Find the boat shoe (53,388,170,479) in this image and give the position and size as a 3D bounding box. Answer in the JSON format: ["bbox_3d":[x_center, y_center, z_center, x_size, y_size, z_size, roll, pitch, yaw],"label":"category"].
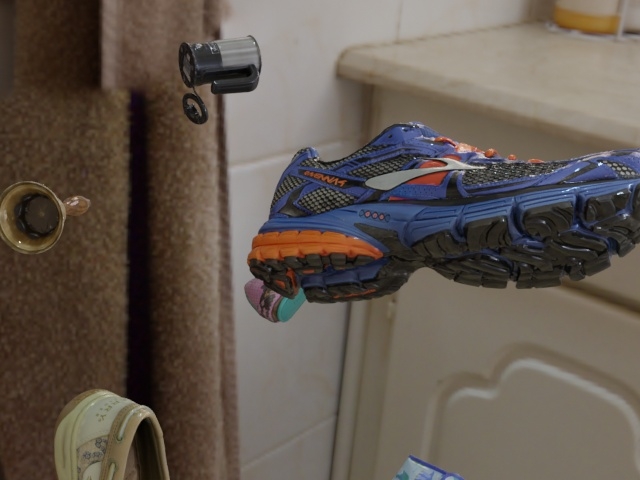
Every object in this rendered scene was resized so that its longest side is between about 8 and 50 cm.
[{"bbox_3d":[-0.180,0.282,0.939,0.089,0.285,0.105,5,20,38],"label":"boat shoe"}]

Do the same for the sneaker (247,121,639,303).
[{"bbox_3d":[0.063,-0.025,0.515,0.221,0.087,0.083,-5,-25,23],"label":"sneaker"}]

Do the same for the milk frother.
[{"bbox_3d":[-0.188,-0.298,1.876,0.135,0.143,0.129,-11,68,-25],"label":"milk frother"}]

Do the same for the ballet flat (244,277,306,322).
[{"bbox_3d":[0.000,0.000,1.149,0.221,0.077,0.079,-43,63,-16],"label":"ballet flat"}]

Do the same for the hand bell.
[{"bbox_3d":[-0.478,-0.055,1.838,0.126,0.126,0.242,9,10,8],"label":"hand bell"}]

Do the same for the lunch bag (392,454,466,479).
[{"bbox_3d":[0.161,0.405,1.473,0.151,0.096,0.129,20,56,38],"label":"lunch bag"}]
